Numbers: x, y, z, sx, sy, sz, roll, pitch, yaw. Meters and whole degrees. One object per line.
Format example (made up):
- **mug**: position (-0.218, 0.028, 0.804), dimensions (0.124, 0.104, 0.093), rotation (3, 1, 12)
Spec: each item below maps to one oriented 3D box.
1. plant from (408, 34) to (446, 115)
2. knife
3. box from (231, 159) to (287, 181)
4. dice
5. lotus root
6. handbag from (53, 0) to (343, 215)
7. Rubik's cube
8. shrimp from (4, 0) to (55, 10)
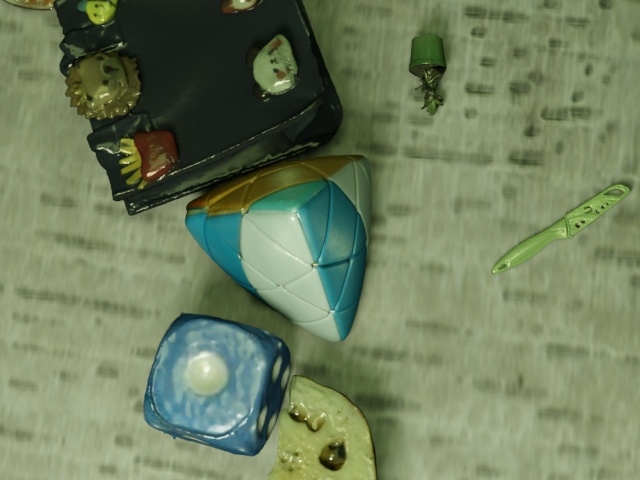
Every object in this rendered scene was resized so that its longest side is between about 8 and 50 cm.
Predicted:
- **plant**: position (0.138, -0.211, 1.743), dimensions (0.051, 0.051, 0.102), rotation (-2, 80, 3)
- **knife**: position (0.302, -0.012, 1.697), dimensions (0.207, 0.014, 0.030), rotation (-33, 74, -7)
- **box**: position (-0.095, -0.110, 1.743), dimensions (0.073, 0.020, 0.149), rotation (-34, 76, -5)
- **dice**: position (-0.120, 0.173, 1.602), dimensions (0.143, 0.146, 0.146), rotation (15, 77, 9)
- **lotus root**: position (-0.003, 0.278, 1.566), dimensions (0.138, 0.119, 0.235), rotation (10, 65, -8)
- **handbag**: position (-0.165, -0.220, 1.714), dimensions (0.329, 0.122, 0.303), rotation (-20, 68, 1)
- **Rubik's cube**: position (0.000, 0.000, 1.663), dimensions (0.254, 0.254, 0.254), rotation (-1, 75, 3)
- **shrimp**: position (-0.333, -0.436, 1.818), dimensions (0.360, 0.085, 0.247), rotation (-14, 78, 5)
